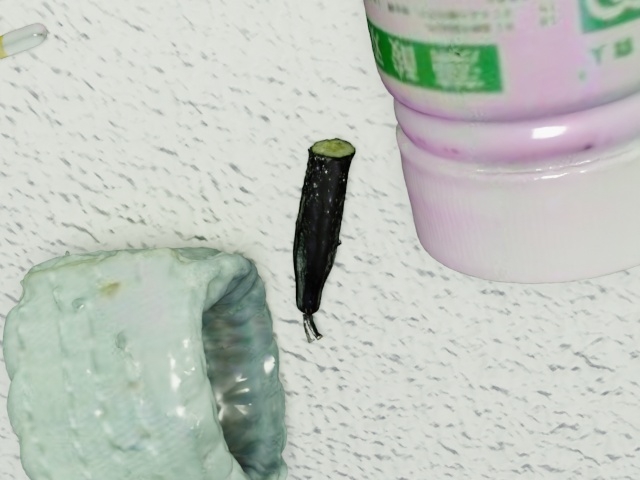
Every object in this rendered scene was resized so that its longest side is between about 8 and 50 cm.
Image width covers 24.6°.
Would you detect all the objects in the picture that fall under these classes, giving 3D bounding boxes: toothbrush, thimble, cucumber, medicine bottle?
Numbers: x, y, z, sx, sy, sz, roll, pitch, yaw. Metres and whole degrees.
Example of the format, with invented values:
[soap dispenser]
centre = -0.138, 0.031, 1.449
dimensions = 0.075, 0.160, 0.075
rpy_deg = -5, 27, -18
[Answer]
[toothbrush]
centre = -0.333, -0.113, 1.106
dimensions = 0.288, 0.021, 0.024
rpy_deg = -15, 127, 15
[thimble]
centre = -0.121, 0.113, 1.095
dimensions = 0.171, 0.205, 0.250
rpy_deg = -7, 123, 11
[cucumber]
centre = 0.000, 0.000, 1.116
dimensions = 0.039, 0.043, 0.163
rpy_deg = -15, 130, -33
[medicine bottle]
centre = 0.129, -0.160, 0.910
dimensions = 0.212, 0.212, 0.325
rpy_deg = -7, 119, 11
